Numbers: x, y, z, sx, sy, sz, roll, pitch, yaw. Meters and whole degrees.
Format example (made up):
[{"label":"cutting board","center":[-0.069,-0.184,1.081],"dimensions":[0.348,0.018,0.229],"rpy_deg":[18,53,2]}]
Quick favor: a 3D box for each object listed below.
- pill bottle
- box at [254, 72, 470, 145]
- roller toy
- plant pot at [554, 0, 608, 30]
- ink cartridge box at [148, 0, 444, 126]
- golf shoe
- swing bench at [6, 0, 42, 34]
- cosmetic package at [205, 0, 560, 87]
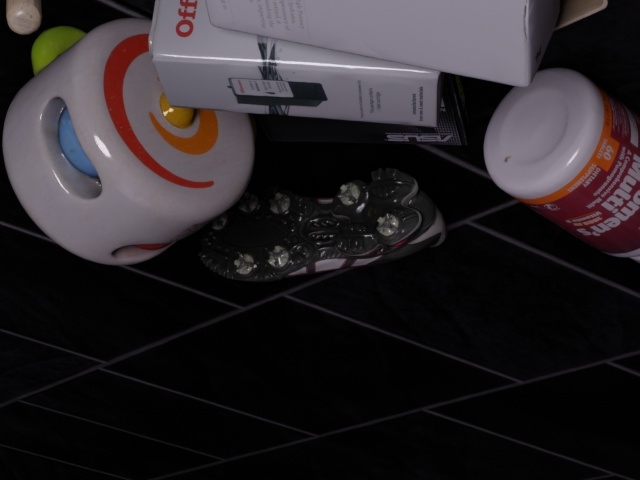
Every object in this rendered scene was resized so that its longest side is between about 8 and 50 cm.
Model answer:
[{"label":"pill bottle","center":[0.256,-0.057,1.331],"dimensions":[0.121,0.121,0.221],"rpy_deg":[-16,148,42]},{"label":"box","center":[0.026,-0.141,1.296],"dimensions":[0.191,0.045,0.184],"rpy_deg":[2,155,12]},{"label":"roller toy","center":[-0.157,-0.085,1.278],"dimensions":[0.209,0.191,0.146],"rpy_deg":[33,137,-28]},{"label":"plant pot","center":[0.138,-0.209,1.016],"dimensions":[0.109,0.096,0.109],"rpy_deg":[45,143,-21]},{"label":"ink cartridge box","center":[-0.009,-0.173,1.096],"dimensions":[0.208,0.153,0.087],"rpy_deg":[6,158,6]},{"label":"golf shoe","center":[0.000,0.000,1.566],"dimensions":[0.273,0.105,0.120],"rpy_deg":[-6,161,29]},{"label":"swing bench","center":[-0.243,-0.272,0.834],"dimensions":[0.253,0.165,0.255],"rpy_deg":[33,-176,-30]},{"label":"cosmetic package","center":[0.036,-0.185,0.961],"dimensions":[0.231,0.085,0.117],"rpy_deg":[13,142,18]}]
